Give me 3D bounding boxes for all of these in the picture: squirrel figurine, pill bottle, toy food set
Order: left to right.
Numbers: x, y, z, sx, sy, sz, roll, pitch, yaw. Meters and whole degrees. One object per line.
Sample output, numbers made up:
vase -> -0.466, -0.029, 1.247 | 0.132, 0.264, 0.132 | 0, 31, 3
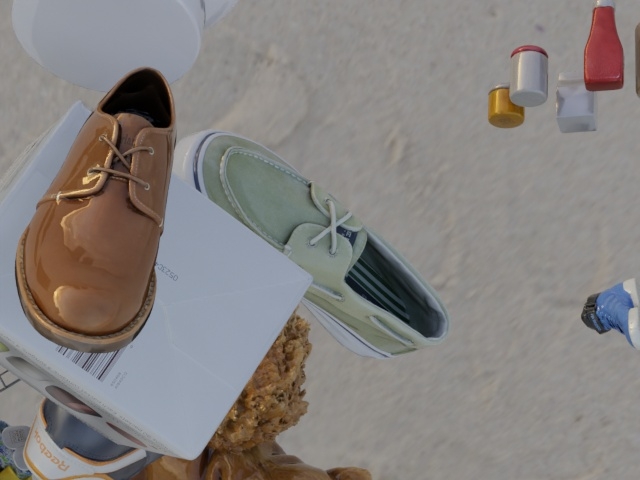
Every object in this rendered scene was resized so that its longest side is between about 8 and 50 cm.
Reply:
pill bottle -> -0.128, -0.267, 1.048 | 0.181, 0.181, 0.323 | 11, 55, -9
squirrel figurine -> -0.121, 0.261, 1.919 | 0.281, 0.397, 0.370 | -26, 41, -34
toy food set -> 0.286, -0.185, 1.542 | 0.232, 0.111, 0.104 | -3, 67, 18

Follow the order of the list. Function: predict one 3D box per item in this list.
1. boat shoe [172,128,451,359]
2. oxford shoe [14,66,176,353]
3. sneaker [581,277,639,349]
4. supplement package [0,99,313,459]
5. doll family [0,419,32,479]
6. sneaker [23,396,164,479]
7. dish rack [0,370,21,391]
boat shoe -> 0.000, 0.000, 1.275 | 0.302, 0.094, 0.109 | 39, 57, -33
oxford shoe -> -0.115, -0.024, 0.790 | 0.076, 0.076, 0.212 | 15, 36, -11
sneaker -> 0.401, 0.111, 2.018 | 0.058, 0.085, 0.152 | 60, 19, -24
supplement package -> -0.149, 0.034, 1.013 | 0.194, 0.203, 0.149 | 38, 74, -13
doll family -> -0.324, 0.291, 1.565 | 0.118, 0.163, 0.263 | -22, 79, -37
sneaker -> -0.196, 0.169, 1.474 | 0.126, 0.321, 0.127 | 45, 100, 14
dish rack -> -0.313, 0.077, 1.379 | 0.271, 0.208, 0.074 | -32, 62, -2
